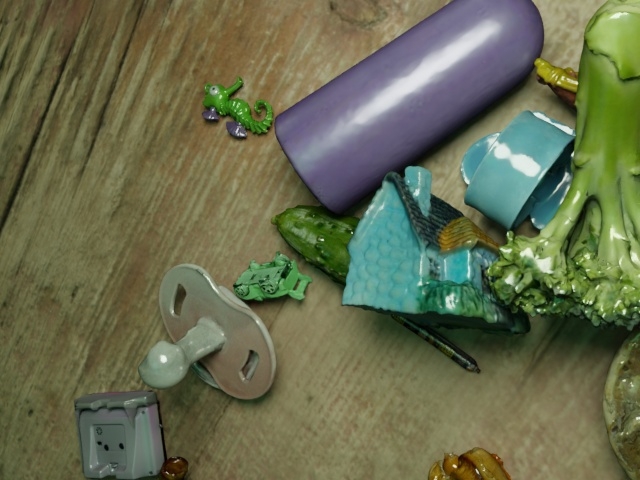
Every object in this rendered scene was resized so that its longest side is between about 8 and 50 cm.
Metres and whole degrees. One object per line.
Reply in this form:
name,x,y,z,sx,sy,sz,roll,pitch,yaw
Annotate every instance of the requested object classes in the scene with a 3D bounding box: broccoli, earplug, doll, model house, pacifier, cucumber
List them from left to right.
pacifier,-0.233,0.196,1.033,0.332,0.273,0.220,37,88,18
doll,-0.179,-0.286,1.088,0.190,0.050,0.115,34,110,18
cucumber,0.001,-0.003,0.980,0.244,0.134,0.135,24,100,26
earplug,0.154,-0.250,0.866,0.455,0.215,0.215,-33,78,17
model house,0.205,0.020,0.817,0.225,0.261,0.241,-4,73,43
broccoli,0.427,-0.084,0.668,0.274,0.352,0.398,11,98,42

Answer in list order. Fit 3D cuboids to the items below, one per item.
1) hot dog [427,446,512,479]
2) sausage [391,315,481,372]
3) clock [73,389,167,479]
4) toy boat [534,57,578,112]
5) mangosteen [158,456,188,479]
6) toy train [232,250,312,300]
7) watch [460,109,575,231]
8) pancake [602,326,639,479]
hot dog,0.315,0.515,0.848,0.158,0.117,0.349,-48,64,45
sausage,0.208,0.182,0.939,0.198,0.025,0.028,35,101,20
clock,-0.486,0.463,1.214,0.253,0.083,0.187,-10,87,23
toy boat,0.482,-0.226,0.750,0.317,0.141,0.099,5,115,18
mangosteen,-0.291,0.677,0.986,0.382,0.382,0.435,-40,67,19
toy train,-0.103,0.085,1.042,0.149,0.099,0.081,-16,119,29
watch,0.317,-0.115,0.792,0.210,0.193,0.211,1,92,28
pancake,0.595,0.233,0.710,0.386,0.082,0.388,2,101,8
